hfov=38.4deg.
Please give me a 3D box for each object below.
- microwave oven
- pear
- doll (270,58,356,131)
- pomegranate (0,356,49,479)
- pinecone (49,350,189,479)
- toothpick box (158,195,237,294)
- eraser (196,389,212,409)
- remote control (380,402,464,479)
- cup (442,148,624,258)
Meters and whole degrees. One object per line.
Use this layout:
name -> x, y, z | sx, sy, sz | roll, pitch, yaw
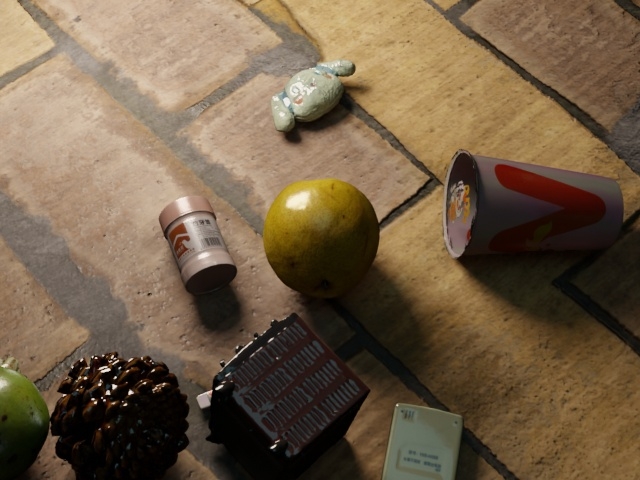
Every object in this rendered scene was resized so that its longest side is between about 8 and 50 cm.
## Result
microwave oven -> -0.064, 0.254, 1.401 | 0.188, 0.247, 0.178 | 43, 63, 13
pear -> 0.000, 0.000, 1.584 | 0.208, 0.209, 0.209 | 2, 59, -3
doll -> -0.019, -0.292, 1.832 | 0.214, 0.072, 0.103 | -42, 62, -16
pomegranate -> -0.519, 0.269, 1.417 | 0.202, 0.202, 0.248 | -4, 29, -6
pinecone -> -0.312, 0.272, 1.410 | 0.221, 0.221, 0.222 | 2, 59, -3
toothpick box -> -0.217, 0.008, 1.624 | 0.098, 0.098, 0.149 | -19, 63, -14
eraser -> -0.156, 0.253, 1.529 | 0.099, 0.019, 0.027 | -20, 64, -14
remote control -> 0.151, 0.402, 1.454 | 0.123, 0.038, 0.286 | 10, 61, 4
cup -> 0.383, -0.057, 1.660 | 0.288, 0.203, 0.203 | 3, 59, -10
